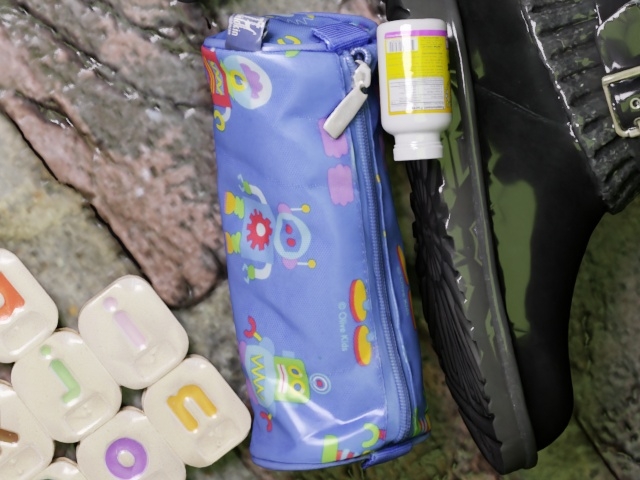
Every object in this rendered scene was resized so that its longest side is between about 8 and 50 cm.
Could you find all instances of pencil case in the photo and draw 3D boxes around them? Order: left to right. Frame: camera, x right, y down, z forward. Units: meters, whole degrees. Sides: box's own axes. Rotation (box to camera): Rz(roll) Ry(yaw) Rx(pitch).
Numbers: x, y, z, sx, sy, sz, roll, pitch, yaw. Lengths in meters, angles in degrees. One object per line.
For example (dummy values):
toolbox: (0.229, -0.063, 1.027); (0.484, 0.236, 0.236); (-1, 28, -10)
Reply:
pencil case: (0.000, 0.000, 1.162); (0.119, 0.133, 0.306); (-15, 104, -34)

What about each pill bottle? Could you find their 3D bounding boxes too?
pill bottle: (0.057, -0.090, 1.093); (0.043, 0.043, 0.083); (-3, 92, -8)

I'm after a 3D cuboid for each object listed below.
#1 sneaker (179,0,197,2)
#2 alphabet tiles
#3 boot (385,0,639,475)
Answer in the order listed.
sneaker: (0.013, -0.202, 1.144); (0.234, 0.078, 0.106); (-33, 86, -4)
alphabet tiles: (-0.193, 0.158, 1.214); (0.284, 0.021, 0.278); (-38, 104, -1)
boot: (0.195, -0.032, 1.185); (0.260, 0.131, 0.348); (-10, 101, -7)
